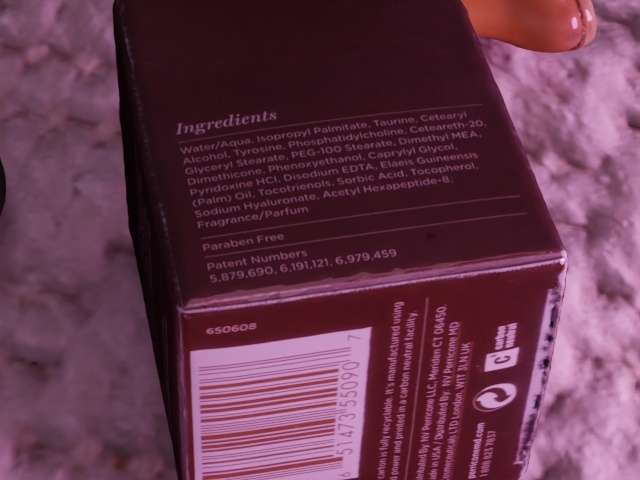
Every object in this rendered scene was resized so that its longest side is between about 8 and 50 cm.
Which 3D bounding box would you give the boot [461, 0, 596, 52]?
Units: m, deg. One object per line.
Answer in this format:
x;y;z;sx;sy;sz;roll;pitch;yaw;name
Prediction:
0.046;-0.129;0.989;0.197;0.073;0.152;28;50;36;boot

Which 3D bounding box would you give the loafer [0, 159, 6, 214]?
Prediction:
-0.348;-0.066;0.867;0.366;0.130;0.134;0;48;-3;loafer

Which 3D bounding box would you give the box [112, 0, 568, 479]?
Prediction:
0.000;0.000;0.799;0.167;0.168;0.203;-8;49;-9;box
